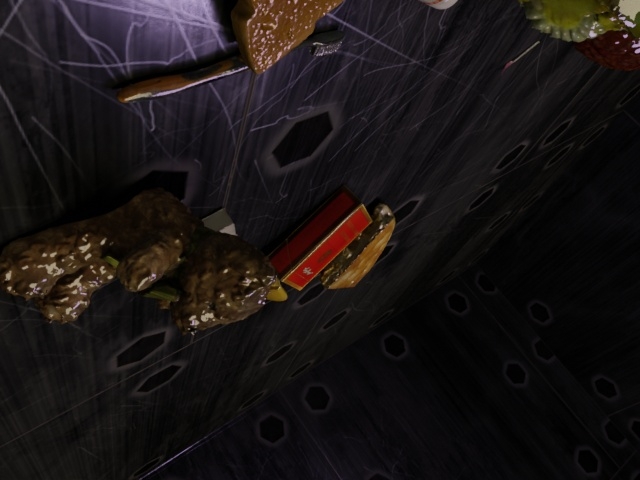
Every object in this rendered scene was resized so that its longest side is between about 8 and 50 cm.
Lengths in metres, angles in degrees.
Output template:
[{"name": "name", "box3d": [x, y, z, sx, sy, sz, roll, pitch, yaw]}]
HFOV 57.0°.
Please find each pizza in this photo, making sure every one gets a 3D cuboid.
[{"name": "pizza", "box3d": [0.117, 0.018, 1.574, 0.258, 0.087, 0.268, -46, 162, 11]}]

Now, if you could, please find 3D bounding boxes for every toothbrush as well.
[{"name": "toothbrush", "box3d": [-0.091, -0.210, 0.701, 0.321, 0.023, 0.031, -25, 156, -34]}]

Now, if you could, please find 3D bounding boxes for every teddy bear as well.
[{"name": "teddy bear", "box3d": [-0.228, 0.061, 0.789, 0.296, 0.222, 0.246, -33, 164, -12]}]

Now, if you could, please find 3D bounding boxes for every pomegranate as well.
[{"name": "pomegranate", "box3d": [0.378, -0.405, 0.781, 0.260, 0.260, 0.341, -53, -174, 40]}]

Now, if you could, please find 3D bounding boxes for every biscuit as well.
[{"name": "biscuit", "box3d": [-0.024, -0.283, 0.623, 0.212, 0.041, 0.239, -22, 156, -53]}]

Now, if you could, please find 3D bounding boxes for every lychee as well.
[{"name": "lychee", "box3d": [0.568, -0.436, 1.064, 0.260, 0.261, 0.260, -34, 162, -12]}]

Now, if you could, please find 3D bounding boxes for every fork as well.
[{"name": "fork", "box3d": [0.425, -0.392, 1.264, 0.115, 0.012, 0.016, -42, 167, -3]}]

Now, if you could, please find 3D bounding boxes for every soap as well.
[{"name": "soap", "box3d": [-0.126, 0.106, 1.356, 0.168, 0.089, 0.033, 71, 28, -65]}]

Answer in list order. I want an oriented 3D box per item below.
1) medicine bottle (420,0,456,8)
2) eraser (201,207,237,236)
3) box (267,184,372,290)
[{"name": "medicine bottle", "box3d": [0.145, -0.341, 0.773, 0.057, 0.057, 0.089, -48, 160, 29]}, {"name": "eraser", "box3d": [-0.219, 0.041, 1.058, 0.157, 0.038, 0.230, -32, 163, -16]}, {"name": "box", "box3d": [0.000, -0.001, 1.299, 0.240, 0.074, 0.153, -44, 166, 1]}]
